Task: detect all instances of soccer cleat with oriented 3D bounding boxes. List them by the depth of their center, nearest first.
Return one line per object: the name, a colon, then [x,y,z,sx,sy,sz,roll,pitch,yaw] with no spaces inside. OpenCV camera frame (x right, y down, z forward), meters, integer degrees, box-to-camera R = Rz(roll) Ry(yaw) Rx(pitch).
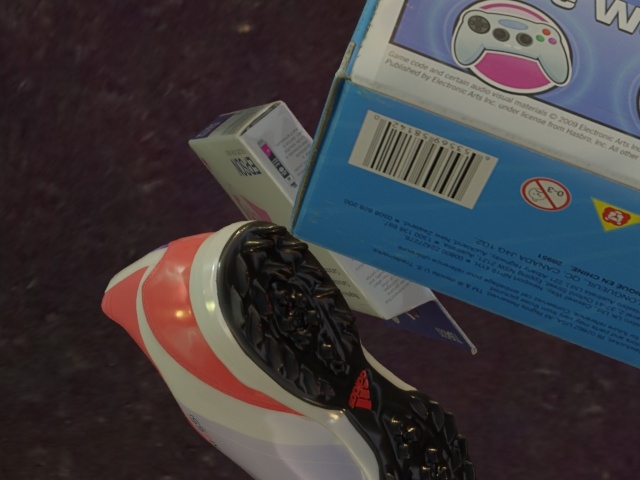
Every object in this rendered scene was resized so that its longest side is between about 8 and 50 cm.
soccer cleat: [-0.004,0.116,0.921,0.318,0.116,0.108,53,46,-30]

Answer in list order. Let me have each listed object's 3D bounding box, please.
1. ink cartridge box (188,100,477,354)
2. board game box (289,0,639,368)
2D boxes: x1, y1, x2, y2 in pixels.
ink cartridge box: [0.000,0.000,1.651,0.071,0.324,0.330,-39,100,-10]
board game box: [0.181,-0.086,0.528,0.308,0.086,0.302,21,56,0]
